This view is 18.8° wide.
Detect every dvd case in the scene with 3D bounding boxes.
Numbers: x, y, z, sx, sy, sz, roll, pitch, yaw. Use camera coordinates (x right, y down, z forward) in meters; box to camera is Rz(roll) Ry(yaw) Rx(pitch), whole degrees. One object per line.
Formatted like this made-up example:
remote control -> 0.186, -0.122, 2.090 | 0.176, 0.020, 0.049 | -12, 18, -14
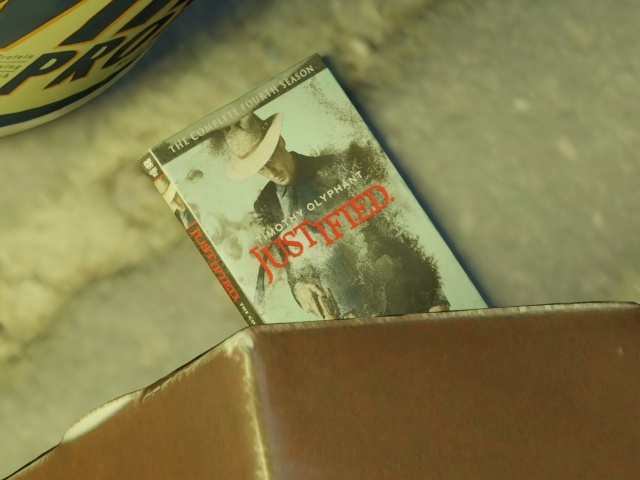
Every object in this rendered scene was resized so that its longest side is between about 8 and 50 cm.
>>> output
dvd case -> 0.000, 0.000, 0.695 | 0.087, 0.013, 0.119 | -33, 88, -34

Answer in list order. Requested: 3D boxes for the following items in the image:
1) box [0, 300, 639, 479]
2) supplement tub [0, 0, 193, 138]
box -> 0.026, 0.224, 0.519 | 0.143, 0.191, 0.381 | -4, 74, -31
supplement tub -> -0.084, -0.183, 0.531 | 0.235, 0.325, 0.235 | 10, 67, -25
